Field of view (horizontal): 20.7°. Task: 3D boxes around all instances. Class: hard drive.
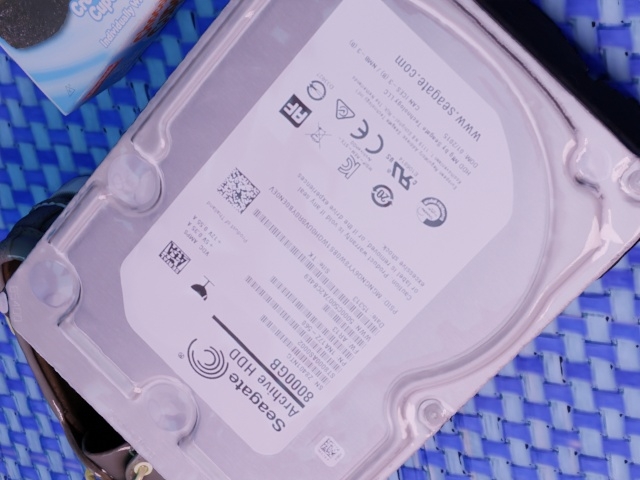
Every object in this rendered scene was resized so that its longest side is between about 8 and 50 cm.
[{"bbox_3d":[0.000,0.000,0.936,0.237,0.064,0.339,45,120,4],"label":"hard drive"}]

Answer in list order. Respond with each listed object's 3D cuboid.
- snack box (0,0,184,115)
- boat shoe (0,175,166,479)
[{"bbox_3d":[-0.113,-0.230,0.928,0.187,0.060,0.322,48,134,1],"label":"snack box"},{"bbox_3d":[-0.123,0.112,1.131,0.109,0.091,0.305,-5,114,38],"label":"boat shoe"}]
